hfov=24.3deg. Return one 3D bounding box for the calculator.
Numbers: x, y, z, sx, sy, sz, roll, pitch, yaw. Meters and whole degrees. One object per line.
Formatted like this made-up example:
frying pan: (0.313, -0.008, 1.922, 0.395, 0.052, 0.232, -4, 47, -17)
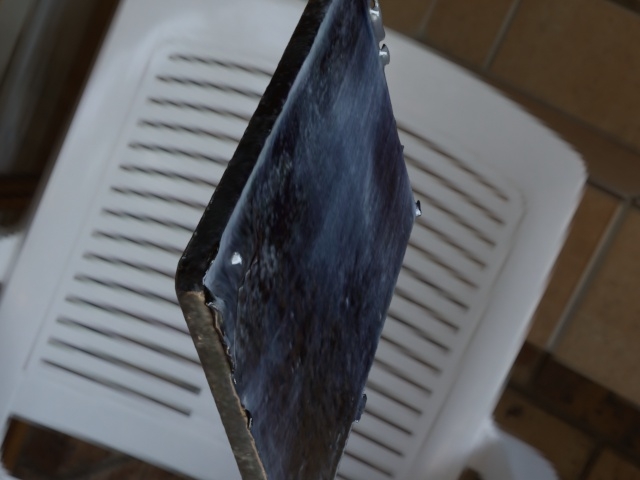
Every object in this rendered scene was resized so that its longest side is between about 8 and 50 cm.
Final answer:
calculator: (0.000, 0.000, 0.649, 0.021, 0.161, 0.261, -2, 35, 19)
